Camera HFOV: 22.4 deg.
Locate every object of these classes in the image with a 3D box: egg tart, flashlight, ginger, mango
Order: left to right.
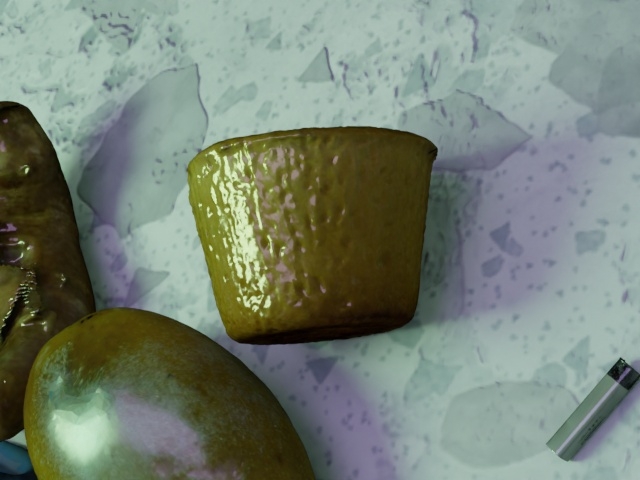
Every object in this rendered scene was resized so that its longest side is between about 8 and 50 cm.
[{"bbox_3d":[-0.262,0.030,1.432,0.107,0.133,0.309,-16,70,11],"label":"ginger"},{"bbox_3d":[-0.112,0.181,1.268,0.316,0.146,0.193,42,106,29],"label":"mango"},{"bbox_3d":[0.000,0.000,1.243,0.202,0.202,0.147,-12,79,29],"label":"egg tart"},{"bbox_3d":[0.196,0.122,1.162,0.083,0.018,0.018,-51,52,6],"label":"flashlight"}]

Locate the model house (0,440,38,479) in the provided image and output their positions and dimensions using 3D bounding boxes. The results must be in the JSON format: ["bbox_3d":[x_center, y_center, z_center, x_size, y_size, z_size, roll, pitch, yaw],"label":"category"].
[{"bbox_3d":[-0.419,0.286,1.392,0.237,0.215,0.303,19,87,36],"label":"model house"}]
